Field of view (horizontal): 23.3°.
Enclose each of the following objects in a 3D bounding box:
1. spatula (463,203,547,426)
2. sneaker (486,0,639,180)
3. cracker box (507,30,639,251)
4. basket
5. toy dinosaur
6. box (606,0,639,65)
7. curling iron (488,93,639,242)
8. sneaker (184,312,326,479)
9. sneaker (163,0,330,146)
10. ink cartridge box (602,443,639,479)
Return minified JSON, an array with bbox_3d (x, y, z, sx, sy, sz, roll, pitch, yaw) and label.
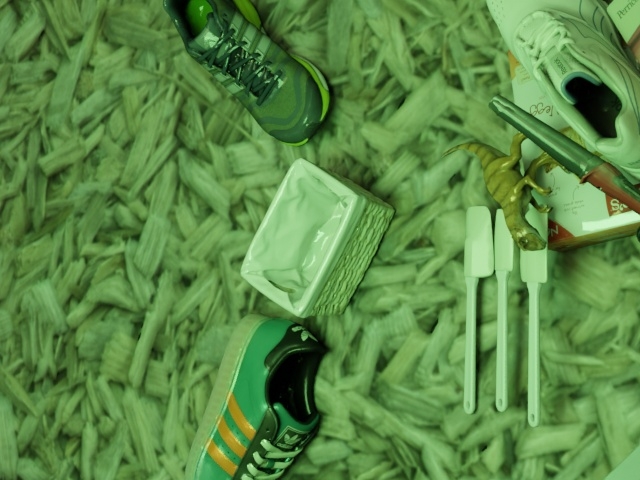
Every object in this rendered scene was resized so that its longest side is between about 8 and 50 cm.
[{"bbox_3d":[0.205,0.081,1.744,0.168,0.019,0.242,0,90,59],"label":"spatula"},{"bbox_3d":[0.266,-0.190,1.622,0.111,0.129,0.297,-50,58,20],"label":"sneaker"},{"bbox_3d":[0.301,-0.116,1.707,0.155,0.067,0.232,-15,75,34],"label":"cracker box"},{"bbox_3d":[0.000,0.000,1.884,0.113,0.103,0.167,34,104,34],"label":"basket"},{"bbox_3d":[0.200,-0.078,1.687,0.112,0.064,0.211,-35,42,9],"label":"toy dinosaur"},{"bbox_3d":[0.421,-0.190,1.561,0.148,0.127,0.232,-49,61,46],"label":"box"},{"bbox_3d":[0.282,-0.058,1.615,0.274,0.035,0.068,40,128,3],"label":"curling iron"},{"bbox_3d":[-0.076,0.244,1.900,0.121,0.108,0.302,14,90,40],"label":"sneaker"},{"bbox_3d":[-0.104,-0.227,1.979,0.300,0.121,0.111,46,110,31],"label":"sneaker"},{"bbox_3d":[0.480,0.222,1.410,0.330,0.071,0.324,-38,52,-24],"label":"ink cartridge box"}]
